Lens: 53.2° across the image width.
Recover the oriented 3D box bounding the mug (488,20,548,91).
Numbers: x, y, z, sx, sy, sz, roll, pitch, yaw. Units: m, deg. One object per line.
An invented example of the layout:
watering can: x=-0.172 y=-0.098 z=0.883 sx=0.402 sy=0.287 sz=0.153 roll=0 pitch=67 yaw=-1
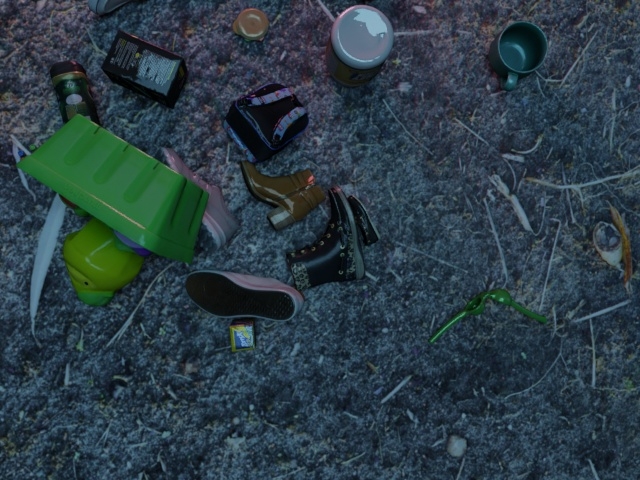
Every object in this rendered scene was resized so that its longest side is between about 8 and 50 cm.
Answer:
mug: x=0.481 y=-0.462 z=1.607 sx=0.157 sy=0.097 sz=0.129 roll=-40 pitch=92 yaw=-6

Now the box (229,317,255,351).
box: x=-0.176 y=0.214 z=1.466 sx=0.054 sy=0.169 sz=0.059 roll=-6 pitch=88 yaw=-6

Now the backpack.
backpack: x=-0.122 y=-0.287 z=1.526 sx=0.158 sy=0.117 sz=0.173 roll=50 pitch=51 yaw=-2

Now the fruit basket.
fruit basket: x=-0.466 y=-0.030 z=1.390 sx=0.391 sy=0.283 sz=0.392 roll=-2 pitch=80 yaw=10

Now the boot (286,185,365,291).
boot: x=0.000 y=0.001 z=1.532 sx=0.178 sy=0.085 sz=0.237 roll=-15 pitch=98 yaw=-6

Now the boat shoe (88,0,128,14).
boat shoe: x=-0.433 y=-0.623 z=1.526 sx=0.088 sy=0.096 sz=0.267 roll=42 pitch=76 yaw=2

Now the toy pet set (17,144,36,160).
toy pet set: x=-0.637 y=-0.190 z=1.492 sx=0.122 sy=0.065 sz=0.114 roll=-29 pitch=90 yaw=-6

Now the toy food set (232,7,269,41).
toy food set: x=-0.168 y=-0.532 z=1.581 sx=0.082 sy=0.020 sz=0.083 roll=34 pitch=84 yaw=-4

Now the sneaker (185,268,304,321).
sneaker: x=-0.175 y=0.132 z=1.518 sx=0.290 sy=0.123 sz=0.106 roll=13 pitch=98 yaw=16

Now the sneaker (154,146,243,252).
sneaker: x=-0.296 y=-0.104 z=1.524 sx=0.115 sy=0.105 sz=0.281 roll=-30 pitch=84 yaw=-42

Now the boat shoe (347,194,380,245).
boat shoe: x=0.099 y=-0.049 z=1.569 sx=0.042 sy=0.049 sz=0.133 roll=-30 pitch=95 yaw=-15

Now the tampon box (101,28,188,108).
tampon box: x=-0.406 y=-0.399 z=1.499 sx=0.161 sy=0.120 sz=0.102 roll=23 pitch=86 yaw=-5

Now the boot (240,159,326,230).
boot: x=-0.092 y=-0.138 z=1.549 sx=0.152 sy=0.073 sz=0.197 roll=-33 pitch=95 yaw=-11

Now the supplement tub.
supplement tub: x=0.087 y=-0.451 z=1.513 sx=0.144 sy=0.199 sz=0.144 roll=0 pitch=87 yaw=-5

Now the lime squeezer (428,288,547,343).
lime squeezer: x=0.413 y=0.177 z=1.598 sx=0.310 sy=0.059 sz=0.110 roll=-9 pitch=118 yaw=-8

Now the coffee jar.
coffee jar: x=-0.570 y=-0.320 z=1.490 sx=0.079 sy=0.096 sz=0.185 roll=-15 pitch=88 yaw=-9
